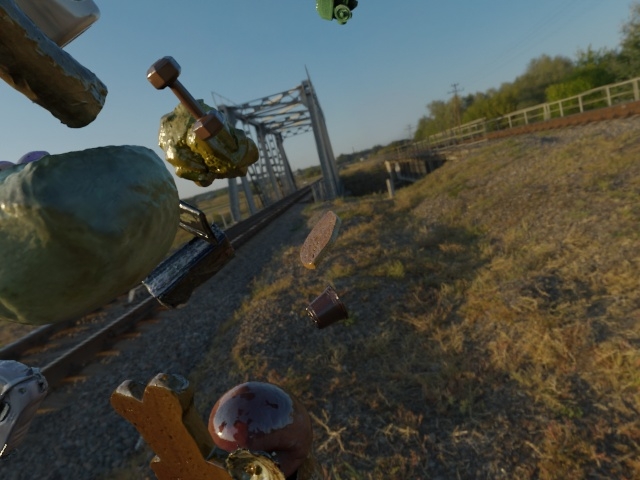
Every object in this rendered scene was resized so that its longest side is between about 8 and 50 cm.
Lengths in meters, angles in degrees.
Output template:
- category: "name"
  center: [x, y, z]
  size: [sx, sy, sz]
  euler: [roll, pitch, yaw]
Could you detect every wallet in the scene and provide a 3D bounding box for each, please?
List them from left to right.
- category: "wallet"
  center: [-0.482, -0.091, 1.358]
  size: [0.321, 0.170, 0.044]
  euler: [26, 58, 24]

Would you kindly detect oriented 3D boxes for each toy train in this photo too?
- category: "toy train"
  center: [0.038, -0.572, 0.914]
  size: [0.100, 0.172, 0.070]
  euler: [17, 58, 6]

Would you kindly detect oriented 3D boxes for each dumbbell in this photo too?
- category: "dumbbell"
  center: [-0.361, -0.382, 1.109]
  size: [0.082, 0.231, 0.092]
  euler: [-33, 31, 12]

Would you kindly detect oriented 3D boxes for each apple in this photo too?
- category: "apple"
  center: [-0.176, 0.559, 1.211]
  size: [0.306, 0.305, 0.235]
  euler: [-18, 30, -12]

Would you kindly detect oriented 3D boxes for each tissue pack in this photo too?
- category: "tissue pack"
  center: [-0.467, 0.107, 1.507]
  size: [0.332, 0.123, 0.245]
  euler: [-42, -15, -17]

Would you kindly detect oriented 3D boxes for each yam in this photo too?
- category: "yam"
  center: [-0.358, -0.238, 0.384]
  size: [0.081, 0.081, 0.356]
  euler: [-13, -27, 18]

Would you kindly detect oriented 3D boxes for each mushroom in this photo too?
- category: "mushroom"
  center: [-0.283, -0.012, 0.493]
  size: [0.267, 0.189, 0.164]
  euler: [-20, 0, -43]

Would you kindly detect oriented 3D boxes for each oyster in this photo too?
- category: "oyster"
  center: [-0.103, 0.373, 0.655]
  size: [0.056, 0.105, 0.177]
  euler: [-46, -12, -48]

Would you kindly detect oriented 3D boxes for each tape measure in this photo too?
- category: "tape measure"
  center: [-0.837, 0.418, 1.071]
  size: [0.197, 0.236, 0.120]
  euler: [28, 0, -1]

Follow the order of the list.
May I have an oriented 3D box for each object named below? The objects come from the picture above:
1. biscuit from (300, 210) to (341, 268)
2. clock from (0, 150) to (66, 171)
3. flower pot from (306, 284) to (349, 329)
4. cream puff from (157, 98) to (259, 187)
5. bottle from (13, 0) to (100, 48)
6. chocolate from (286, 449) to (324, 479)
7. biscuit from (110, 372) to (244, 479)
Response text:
- category: "biscuit"
  center: [0.000, 0.000, 1.151]
  size: [0.142, 0.029, 0.220]
  euler: [-34, 26, 35]
- category: "clock"
  center: [-0.593, -0.082, 0.902]
  size: [0.090, 0.227, 0.248]
  euler: [-3, 10, 20]
- category: "flower pot"
  center: [0.013, 0.191, 1.127]
  size: [0.089, 0.111, 0.111]
  euler: [-30, 12, -11]
- category: "cream puff"
  center: [-0.393, -0.309, 1.397]
  size: [0.274, 0.323, 0.270]
  euler: [-48, 32, 5]
- category: "bottle"
  center: [-0.489, -0.420, 0.639]
  size: [0.148, 0.236, 0.147]
  euler: [-23, 38, 20]
- category: "chocolate"
  center: [-0.094, 0.810, 1.308]
  size: [0.225, 0.210, 0.340]
  euler: [-29, 25, 20]
- category: "biscuit"
  center: [-0.271, 0.461, 0.879]
  size: [0.283, 0.432, 0.064]
  euler: [-20, 15, 33]
